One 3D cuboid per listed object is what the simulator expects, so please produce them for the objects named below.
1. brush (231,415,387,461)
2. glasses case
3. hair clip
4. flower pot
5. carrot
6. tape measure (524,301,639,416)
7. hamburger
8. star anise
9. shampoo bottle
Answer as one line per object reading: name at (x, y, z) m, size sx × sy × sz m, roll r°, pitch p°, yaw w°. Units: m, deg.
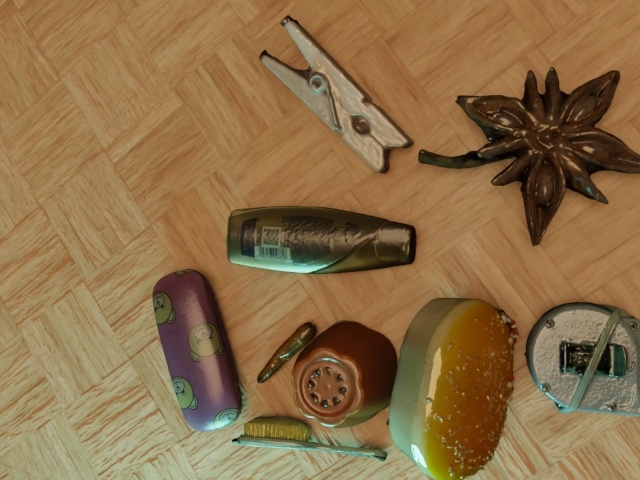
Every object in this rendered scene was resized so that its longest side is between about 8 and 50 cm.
brush at (-0.021, 0.366, 1.250) m, size 0.296 × 0.068 × 0.060 m, roll 2°, pitch 67°, yaw 13°
glasses case at (-0.242, 0.212, 1.308) m, size 0.123 × 0.076 × 0.317 m, roll -20°, pitch 82°, yaw 15°
hair clip at (0.026, -0.265, 1.239) m, size 0.101 × 0.085 × 0.331 m, roll -45°, pitch 78°, yaw 13°
flower pot at (0.037, 0.243, 1.173) m, size 0.190 × 0.173 × 0.191 m, roll 0°, pitch 89°, yaw 15°
carrot at (-0.068, 0.215, 1.277) m, size 0.165 × 0.035 × 0.036 m, roll -45°, pitch 77°, yaw 13°
tape measure at (0.429, 0.191, 1.089) m, size 0.180 × 0.107 × 0.182 m, roll -5°, pitch 89°, yaw 10°
hamburger at (0.222, 0.238, 1.093) m, size 0.151 × 0.227 × 0.296 m, roll 16°, pitch 96°, yaw 40°
star anise at (0.365, -0.160, 1.123) m, size 0.349 × 0.109 × 0.292 m, roll -36°, pitch 71°, yaw 2°
shampoo bottle at (0.000, 0.000, 1.238) m, size 0.349 × 0.084 × 0.126 m, roll 2°, pitch 91°, yaw 17°
